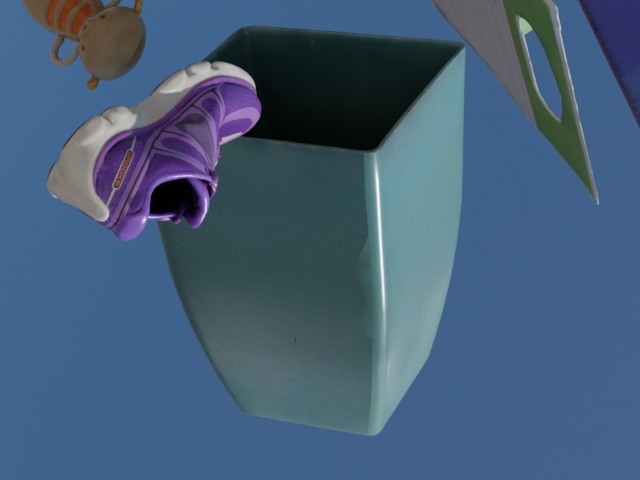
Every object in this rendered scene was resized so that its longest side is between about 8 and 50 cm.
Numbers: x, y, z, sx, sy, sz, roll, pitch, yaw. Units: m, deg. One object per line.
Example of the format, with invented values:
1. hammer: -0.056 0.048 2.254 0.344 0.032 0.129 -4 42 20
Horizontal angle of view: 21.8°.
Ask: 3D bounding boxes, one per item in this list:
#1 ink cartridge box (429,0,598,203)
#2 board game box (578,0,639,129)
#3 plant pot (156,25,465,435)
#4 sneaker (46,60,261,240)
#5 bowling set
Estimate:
1. ink cartridge box: 0.086 -0.152 0.852 0.056 0.171 0.235 -34 -124 -5
2. board game box: 0.195 -0.169 0.433 0.318 0.066 0.319 -27 -98 16
3. plant pot: 0.000 0.000 1.109 0.165 0.234 0.166 8 -147 23
4. sneaker: -0.078 -0.041 0.884 0.071 0.170 0.068 44 -55 5
5. bowling set: -0.125 -0.247 1.005 0.287 0.200 0.154 -55 -133 6
